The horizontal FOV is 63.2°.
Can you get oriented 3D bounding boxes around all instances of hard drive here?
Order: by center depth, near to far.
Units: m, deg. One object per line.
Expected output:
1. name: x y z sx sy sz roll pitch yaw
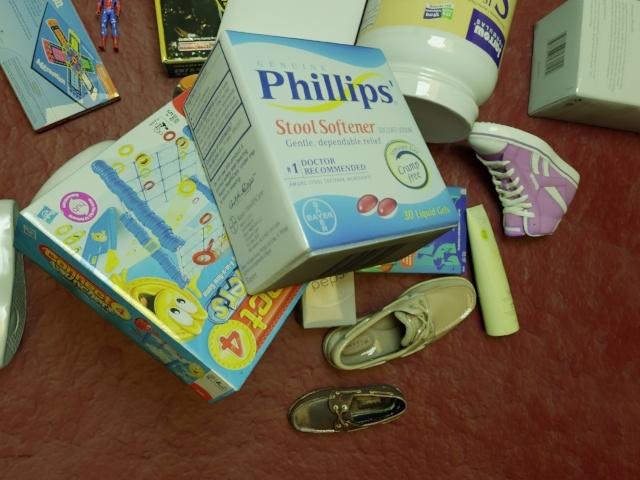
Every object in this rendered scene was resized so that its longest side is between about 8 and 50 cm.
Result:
1. hard drive: -0.028 -0.416 0.846 0.210 0.040 0.319 16 84 -11

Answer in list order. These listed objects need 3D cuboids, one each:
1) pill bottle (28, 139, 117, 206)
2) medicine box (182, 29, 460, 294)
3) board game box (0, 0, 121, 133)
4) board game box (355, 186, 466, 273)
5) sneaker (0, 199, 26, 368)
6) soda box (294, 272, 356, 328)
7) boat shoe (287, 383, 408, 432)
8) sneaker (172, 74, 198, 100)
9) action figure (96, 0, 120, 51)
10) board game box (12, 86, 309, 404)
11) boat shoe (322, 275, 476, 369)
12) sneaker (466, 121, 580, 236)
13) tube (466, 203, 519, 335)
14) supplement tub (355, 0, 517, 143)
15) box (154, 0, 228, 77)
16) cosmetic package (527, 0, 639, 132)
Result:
1. pill bottle: -0.248 0.026 0.788 0.334 0.188 0.188 43 81 -8
2. medicine box: 0.000 -0.105 0.690 0.263 0.149 0.290 -10 73 -38
3. board game box: -0.455 -0.330 0.840 0.145 0.027 0.282 -27 93 -10
4. board game box: 0.159 -0.020 0.944 0.210 0.047 0.160 1 88 -11
5. sneaker: -0.532 0.068 0.774 0.150 0.094 0.256 -4 79 -17
6. soda box: 0.000 0.000 0.886 0.091 0.098 0.287 -2 89 -11
7. boat shoe: 0.048 0.290 0.898 0.206 0.073 0.073 -10 91 -10
8. sneaker: -0.147 -0.147 0.865 0.099 0.121 0.263 -4 113 19
9. action figure: -0.351 -0.375 0.864 0.038 0.030 0.115 -1 86 -7
10. board game box: -0.157 -0.007 0.685 0.302 0.086 0.308 41 50 -8
11. boat shoe: 0.152 0.149 0.910 0.302 0.098 0.109 -20 92 -12
12. sneaker: 0.352 -0.094 0.935 0.282 0.102 0.161 24 89 -26
13. tube: 0.312 0.053 0.963 0.062 0.070 0.240 -13 90 -6
14. supplement tub: 0.190 -0.355 0.864 0.240 0.241 0.332 16 85 -11
15. box: -0.118 -0.424 0.888 0.321 0.079 0.257 -6 87 -12
16. cosmetic package: 0.607 -0.322 0.992 0.365 0.155 0.197 7 87 -12
